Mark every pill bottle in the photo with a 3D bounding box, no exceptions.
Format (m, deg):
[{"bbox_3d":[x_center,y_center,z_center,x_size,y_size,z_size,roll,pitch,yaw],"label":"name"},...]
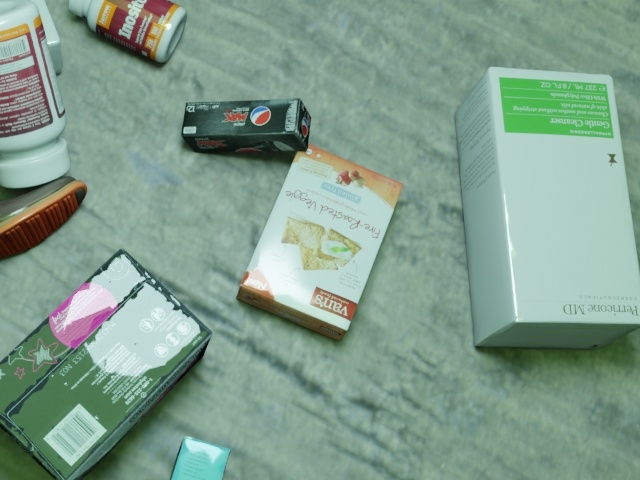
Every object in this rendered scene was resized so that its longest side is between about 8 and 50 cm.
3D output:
[{"bbox_3d":[-0.272,-0.319,1.511,0.152,0.086,0.086,25,69,-1],"label":"pill bottle"},{"bbox_3d":[-0.394,-0.186,1.367,0.121,0.121,0.221,-16,117,-16],"label":"pill bottle"}]

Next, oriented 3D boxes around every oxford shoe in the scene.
[{"bbox_3d":[-0.433,-0.026,1.379,0.271,0.097,0.098,-30,74,-18],"label":"oxford shoe"}]

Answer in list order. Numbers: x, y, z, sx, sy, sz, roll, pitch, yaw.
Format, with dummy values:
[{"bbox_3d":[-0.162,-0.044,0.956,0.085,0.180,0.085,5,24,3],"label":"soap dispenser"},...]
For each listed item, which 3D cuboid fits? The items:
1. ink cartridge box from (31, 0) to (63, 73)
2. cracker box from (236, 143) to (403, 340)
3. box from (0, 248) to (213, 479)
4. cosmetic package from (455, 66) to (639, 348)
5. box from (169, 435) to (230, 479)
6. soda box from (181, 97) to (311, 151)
[{"bbox_3d":[-0.476,-0.285,1.457,0.212,0.093,0.154,-18,75,-18],"label":"ink cartridge box"},{"bbox_3d":[0.000,0.000,1.465,0.156,0.067,0.232,22,70,-2],"label":"cracker box"},{"bbox_3d":[-0.276,0.163,1.319,0.163,0.142,0.247,43,71,4],"label":"box"},{"bbox_3d":[0.312,-0.041,1.494,0.197,0.155,0.365,1,70,-13],"label":"cosmetic package"},{"bbox_3d":[-0.175,0.367,1.290,0.060,0.100,0.244,18,69,-4],"label":"box"},{"bbox_3d":[-0.102,-0.157,1.471,0.169,0.060,0.053,1,70,16],"label":"soda box"}]
